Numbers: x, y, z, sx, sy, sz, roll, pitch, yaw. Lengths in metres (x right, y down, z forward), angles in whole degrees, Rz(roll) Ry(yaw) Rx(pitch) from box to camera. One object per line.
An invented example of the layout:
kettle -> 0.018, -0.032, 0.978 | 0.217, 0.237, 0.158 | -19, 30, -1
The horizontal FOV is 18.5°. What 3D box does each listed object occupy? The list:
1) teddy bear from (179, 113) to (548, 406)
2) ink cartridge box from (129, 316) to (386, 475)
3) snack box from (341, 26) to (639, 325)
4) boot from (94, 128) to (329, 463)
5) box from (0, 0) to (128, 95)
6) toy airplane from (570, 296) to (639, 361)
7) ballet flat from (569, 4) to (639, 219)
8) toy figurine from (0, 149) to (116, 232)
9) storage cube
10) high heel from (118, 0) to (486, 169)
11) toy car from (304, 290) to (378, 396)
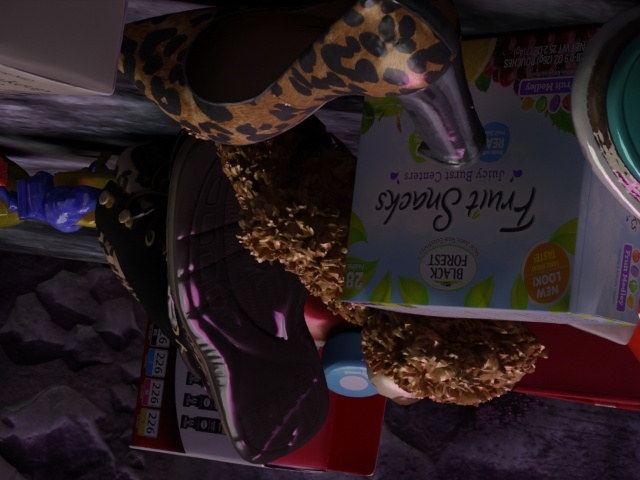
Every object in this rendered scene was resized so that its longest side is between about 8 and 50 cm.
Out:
teddy bear -> 0.014, 0.000, 1.455 | 0.338, 0.113, 0.245 | 45, -175, 0
ink cartridge box -> -0.059, 0.102, 2.240 | 0.271, 0.310, 0.130 | 3, 173, 36
snack box -> 0.112, -0.038, 1.241 | 0.070, 0.175, 0.207 | 10, 175, -39
boot -> -0.114, -0.006, 1.808 | 0.138, 0.377, 0.284 | -26, -138, -15
box -> -0.241, -0.136, 1.125 | 0.275, 0.094, 0.113 | 3, 173, 42
toy airplane -> 0.296, 0.025, 1.388 | 0.386, 0.272, 0.384 | 35, 165, 7
ballet flat -> 0.275, -0.058, 1.157 | 0.400, 0.139, 0.139 | 10, 174, -33
toy figurine -> -0.261, -0.011, 2.057 | 0.217, 0.191, 0.362 | 3, 176, -7
storage cube -> 0.344, 0.086, 2.124 | 0.215, 0.193, 0.183 | 2, 172, 40
high heel -> -0.033, -0.127, 1.147 | 0.261, 0.093, 0.186 | 15, 159, 20
toy car -> 0.000, 0.000, 1.972 | 0.210, 0.219, 0.238 | 8, 146, -1
